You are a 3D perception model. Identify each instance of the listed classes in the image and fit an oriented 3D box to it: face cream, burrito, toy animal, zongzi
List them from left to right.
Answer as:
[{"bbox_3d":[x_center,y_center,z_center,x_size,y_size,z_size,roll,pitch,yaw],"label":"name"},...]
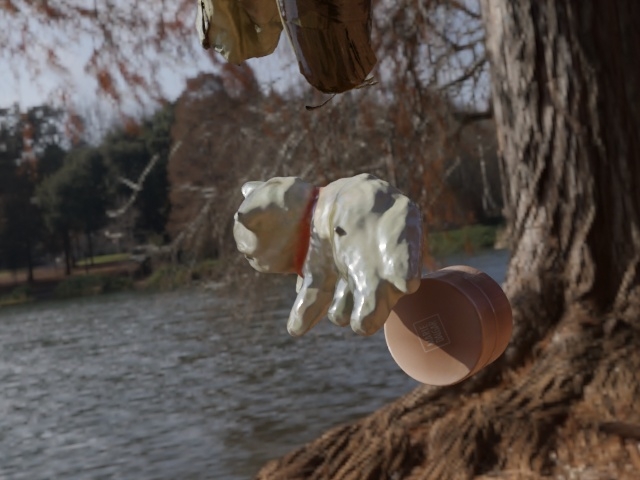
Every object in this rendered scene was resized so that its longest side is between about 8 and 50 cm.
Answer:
[{"bbox_3d":[-0.110,-0.402,1.257,0.135,0.190,0.332,4,-28,1],"label":"burrito"},{"bbox_3d":[0.000,0.000,1.155,0.266,0.188,0.308,-35,16,22],"label":"toy animal"},{"bbox_3d":[0.006,-0.239,0.964,0.111,0.248,0.241,-8,25,4],"label":"zongzi"},{"bbox_3d":[0.175,0.114,1.277,0.149,0.149,0.104,-8,3,34],"label":"face cream"}]
